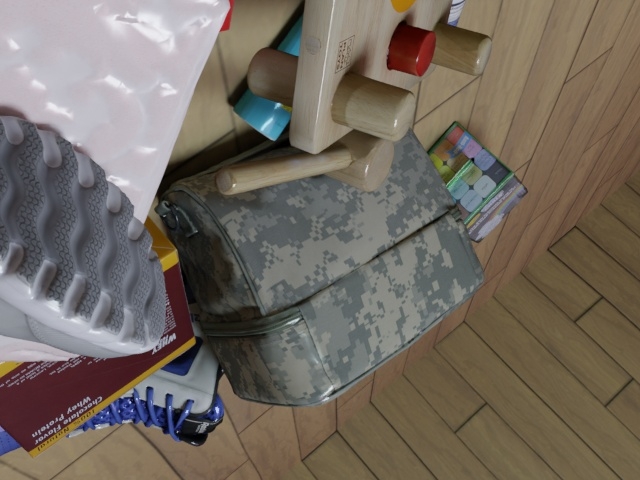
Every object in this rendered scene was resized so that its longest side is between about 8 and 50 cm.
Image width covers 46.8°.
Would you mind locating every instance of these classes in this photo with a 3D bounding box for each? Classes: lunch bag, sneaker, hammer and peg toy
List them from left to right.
[{"bbox_3d":[-0.201,-0.008,0.361,0.115,0.105,0.281,-31,135,30],"label":"sneaker"},{"bbox_3d":[-0.208,0.163,0.833,0.315,0.182,0.127,-28,152,-35],"label":"sneaker"},{"bbox_3d":[0.000,0.000,0.817,0.305,0.256,0.212,-29,-170,-29],"label":"lunch bag"},{"bbox_3d":[0.052,-0.169,0.570,0.266,0.127,0.362,-41,148,-51],"label":"hammer and peg toy"}]

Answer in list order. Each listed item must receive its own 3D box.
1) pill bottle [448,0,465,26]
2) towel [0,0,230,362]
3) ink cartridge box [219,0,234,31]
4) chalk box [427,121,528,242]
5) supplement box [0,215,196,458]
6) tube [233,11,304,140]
[{"bbox_3d":[0.120,-0.257,0.791,0.067,0.067,0.120,-31,155,-29],"label":"pill bottle"},{"bbox_3d":[-0.253,-0.045,0.390,0.331,0.053,0.317,8,130,-32],"label":"towel"},{"bbox_3d":[-0.122,-0.194,0.461,0.231,0.078,0.134,-27,151,-36],"label":"ink cartridge box"},{"bbox_3d":[0.235,-0.095,1.213,0.132,0.132,0.213,-47,158,11],"label":"chalk box"},{"bbox_3d":[-0.235,0.065,0.673,0.191,0.129,0.194,-35,157,-21],"label":"supplement box"},{"bbox_3d":[-0.006,-0.196,0.720,0.207,0.052,0.080,-54,168,9],"label":"tube"}]
